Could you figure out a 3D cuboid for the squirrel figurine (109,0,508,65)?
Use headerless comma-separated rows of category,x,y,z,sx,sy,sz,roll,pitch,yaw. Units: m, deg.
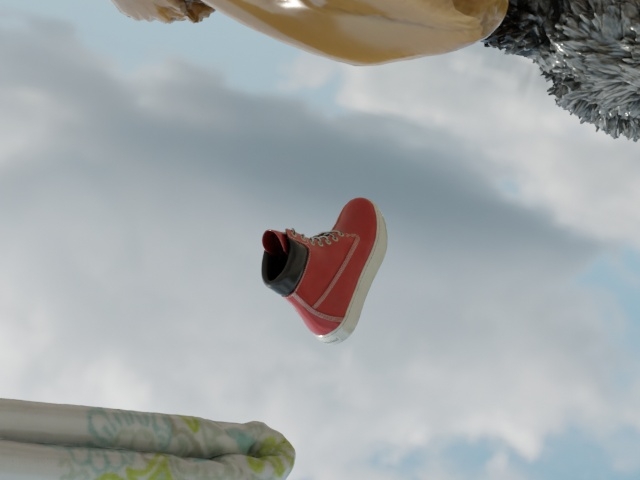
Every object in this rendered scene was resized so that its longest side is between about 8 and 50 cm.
squirrel figurine,-0.001,-0.313,1.016,0.281,0.370,0.397,36,158,-20

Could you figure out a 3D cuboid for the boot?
boot,0.000,0.000,2.324,0.176,0.088,0.244,45,-135,-30

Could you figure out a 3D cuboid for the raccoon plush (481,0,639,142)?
raccoon plush,0.302,-0.148,1.444,0.446,0.216,0.299,-13,-157,-23

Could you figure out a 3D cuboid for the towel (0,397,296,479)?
towel,-0.246,0.254,1.345,0.374,0.320,0.090,9,-136,-36
